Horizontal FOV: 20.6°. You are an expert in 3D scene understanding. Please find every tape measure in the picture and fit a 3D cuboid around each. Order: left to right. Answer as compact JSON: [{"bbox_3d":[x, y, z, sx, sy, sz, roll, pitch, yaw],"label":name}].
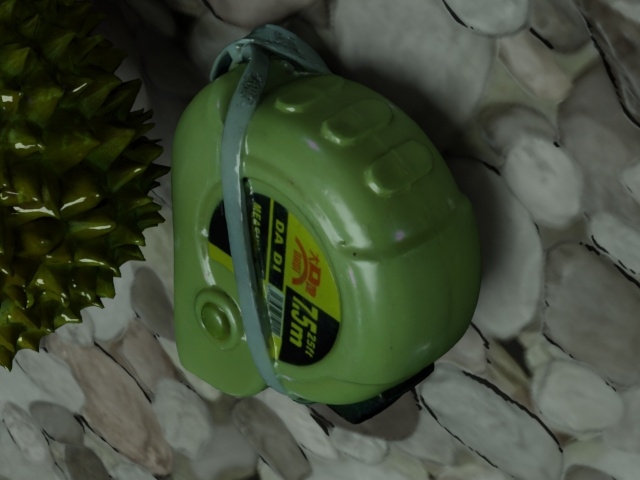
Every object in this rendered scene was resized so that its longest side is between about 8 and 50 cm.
[{"bbox_3d":[0.000,0.000,0.779,0.154,0.087,0.177,29,135,37],"label":"tape measure"}]

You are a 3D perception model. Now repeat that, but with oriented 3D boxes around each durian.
[{"bbox_3d":[-0.186,-0.055,0.785,0.176,0.200,0.237,45,-172,-48],"label":"durian"}]
